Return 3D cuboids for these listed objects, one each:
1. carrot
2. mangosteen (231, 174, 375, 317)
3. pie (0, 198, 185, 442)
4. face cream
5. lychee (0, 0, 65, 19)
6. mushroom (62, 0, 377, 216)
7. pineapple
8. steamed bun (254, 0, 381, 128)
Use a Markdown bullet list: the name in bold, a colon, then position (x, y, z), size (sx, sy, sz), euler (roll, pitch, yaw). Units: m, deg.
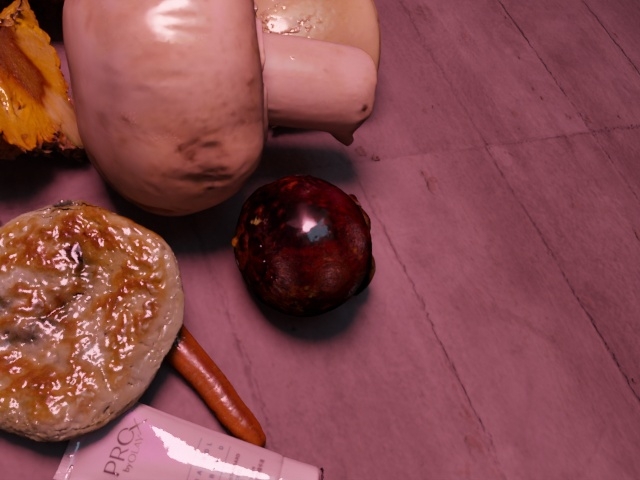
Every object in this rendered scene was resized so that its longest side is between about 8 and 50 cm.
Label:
- **carrot**: position (-0.141, 0.122, 0.607), size (0.043, 0.043, 0.248), euler (-35, 78, -33)
- **mangosteen**: position (-0.007, 0.007, 0.657), size (0.184, 0.172, 0.172), euler (12, 55, -36)
- **pie**: position (-0.249, 0.070, 0.563), size (0.241, 0.054, 0.240), euler (2, 68, -4)
- **face cream**: position (-0.119, 0.215, 0.553), size (0.244, 0.058, 0.092), euler (16, 60, -2)
- **lychee**: position (-0.389, -0.420, 0.731), size (0.268, 0.267, 0.267), euler (9, 57, -14)
- **mushroom**: position (-0.110, -0.187, 0.653), size (0.336, 0.314, 0.314), euler (-1, 60, -26)
- **pineapple**: position (-0.361, -0.146, 0.671), size (0.140, 0.164, 0.249), euler (-23, 59, 12)
- **steamed bun**: position (-0.036, -0.310, 0.832), size (0.232, 0.166, 0.273), euler (-4, 62, -23)
